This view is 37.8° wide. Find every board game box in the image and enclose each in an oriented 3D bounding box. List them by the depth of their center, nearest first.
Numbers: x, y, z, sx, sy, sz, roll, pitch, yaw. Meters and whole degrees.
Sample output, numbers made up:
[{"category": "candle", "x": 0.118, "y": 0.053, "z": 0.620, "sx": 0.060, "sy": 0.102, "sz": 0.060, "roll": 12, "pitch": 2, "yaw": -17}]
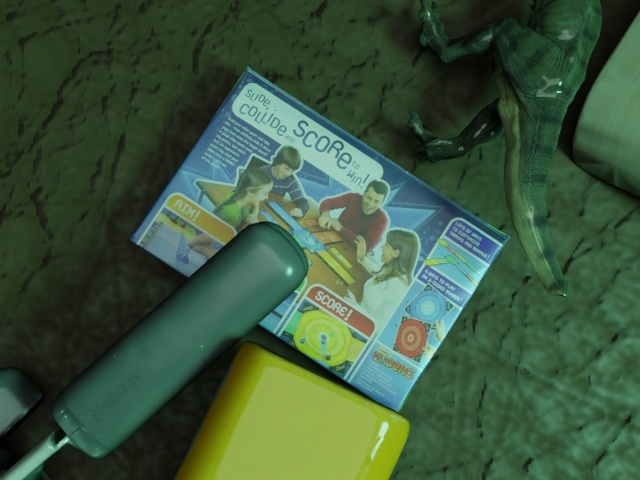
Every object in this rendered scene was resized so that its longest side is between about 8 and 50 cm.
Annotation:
[{"category": "board game box", "x": 0.000, "y": 0.000, "z": 0.603, "sx": 0.201, "sy": 0.035, "sz": 0.136, "roll": 34, "pitch": 84, "yaw": 0}]

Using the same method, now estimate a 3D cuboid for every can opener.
[{"category": "can opener", "x": -0.138, "y": 0.076, "z": 0.549, "sx": 0.283, "sy": 0.076, "sz": 0.095, "roll": -42, "pitch": 90, "yaw": 4}]

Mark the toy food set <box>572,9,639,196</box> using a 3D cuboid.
[{"category": "toy food set", "x": 0.334, "y": -0.132, "z": 0.586, "sx": 0.220, "sy": 0.092, "sz": 0.306, "roll": 31, "pitch": 86, "yaw": 28}]

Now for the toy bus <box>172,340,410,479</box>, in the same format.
[{"category": "toy bus", "x": -0.068, "y": 0.228, "z": 0.530, "sx": 0.108, "sy": 0.130, "sz": 0.332, "roll": 26, "pitch": 84, "yaw": 0}]

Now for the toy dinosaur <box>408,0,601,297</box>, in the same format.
[{"category": "toy dinosaur", "x": 0.117, "y": -0.098, "z": 0.590, "sx": 0.118, "sy": 0.064, "sz": 0.268, "roll": 5, "pitch": 67, "yaw": 26}]
